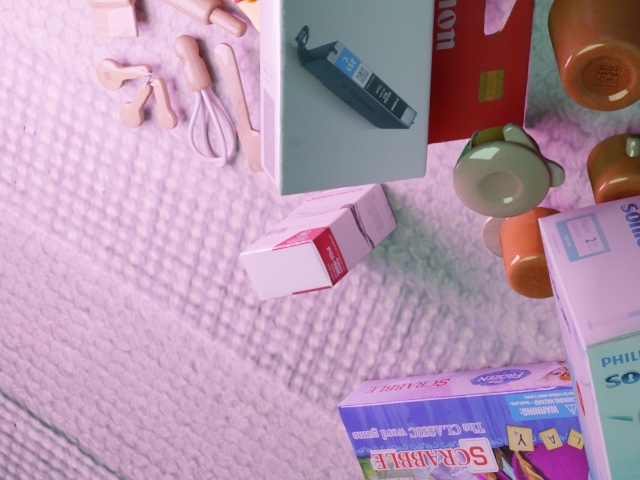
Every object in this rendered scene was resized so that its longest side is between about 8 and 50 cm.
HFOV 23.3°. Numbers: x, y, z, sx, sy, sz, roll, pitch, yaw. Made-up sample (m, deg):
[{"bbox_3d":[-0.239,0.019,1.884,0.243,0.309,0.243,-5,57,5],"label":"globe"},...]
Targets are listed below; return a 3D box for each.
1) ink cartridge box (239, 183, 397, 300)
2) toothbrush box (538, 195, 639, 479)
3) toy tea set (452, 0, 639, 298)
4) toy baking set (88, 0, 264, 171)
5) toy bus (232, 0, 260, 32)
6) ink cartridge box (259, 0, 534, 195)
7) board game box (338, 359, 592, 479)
[{"bbox_3d":[0.000,0.000,1.560,0.099,0.135,0.056,-12,110,40],"label":"ink cartridge box"},{"bbox_3d":[0.284,0.139,1.312,0.126,0.216,0.296,-12,120,4],"label":"toothbrush box"},{"bbox_3d":[0.233,-0.097,1.381,0.200,0.124,0.336,29,131,-18],"label":"toy tea set"},{"bbox_3d":[-0.142,-0.182,1.638,0.256,0.030,0.197,28,130,22],"label":"toy baking set"},{"bbox_3d":[-0.017,-0.245,1.389,0.220,0.211,0.149,52,131,-1],"label":"toy bus"},{"bbox_3d":[0.079,-0.197,1.322,0.066,0.261,0.296,-125,31,-56],"label":"ink cartridge box"},{"bbox_3d":[0.208,0.285,1.611,0.318,0.066,0.318,-11,107,39],"label":"board game box"}]
